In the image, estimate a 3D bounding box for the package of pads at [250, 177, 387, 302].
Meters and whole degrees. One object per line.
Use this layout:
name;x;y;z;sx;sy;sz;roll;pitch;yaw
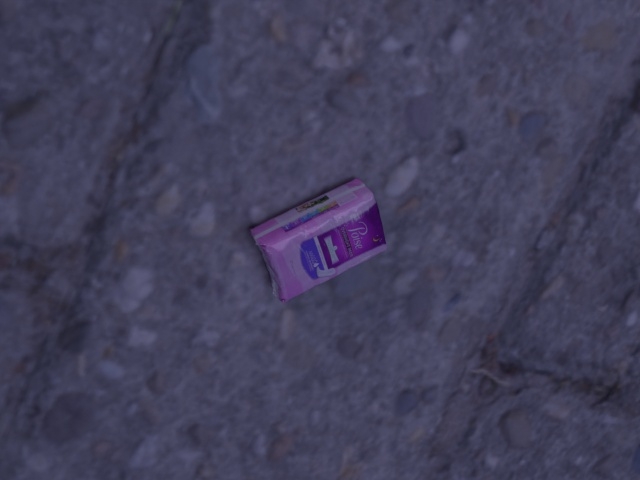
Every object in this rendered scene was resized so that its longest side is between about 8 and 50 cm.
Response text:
package of pads;0.000;0.000;0.854;0.083;0.032;0.050;-26;126;-12
